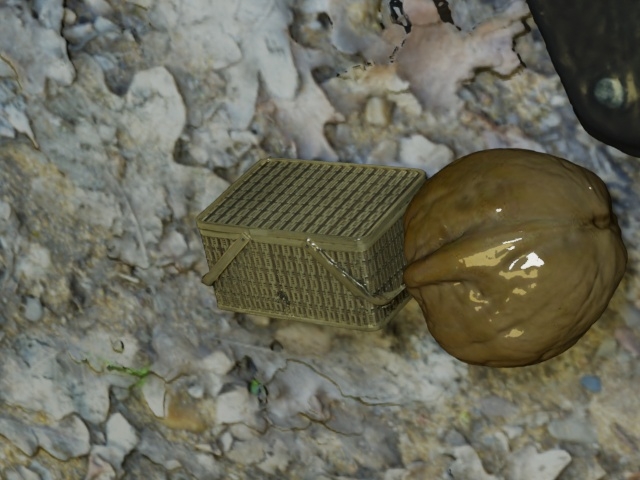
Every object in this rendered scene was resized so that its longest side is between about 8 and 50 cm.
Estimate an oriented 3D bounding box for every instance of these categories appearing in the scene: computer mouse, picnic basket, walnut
[{"bbox_3d":[0.205,-0.189,1.194,0.170,0.100,0.269,-16,104,36],"label":"computer mouse"},{"bbox_3d":[0.000,0.000,1.435,0.164,0.115,0.079,6,121,30],"label":"picnic basket"},{"bbox_3d":[0.131,0.011,1.339,0.167,0.149,0.166,4,96,38],"label":"walnut"}]
